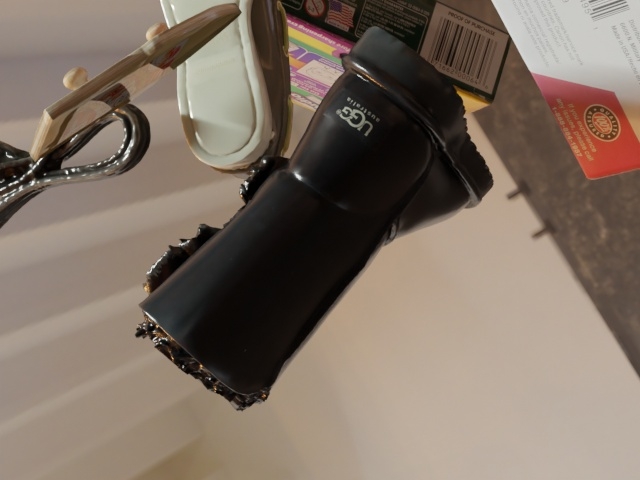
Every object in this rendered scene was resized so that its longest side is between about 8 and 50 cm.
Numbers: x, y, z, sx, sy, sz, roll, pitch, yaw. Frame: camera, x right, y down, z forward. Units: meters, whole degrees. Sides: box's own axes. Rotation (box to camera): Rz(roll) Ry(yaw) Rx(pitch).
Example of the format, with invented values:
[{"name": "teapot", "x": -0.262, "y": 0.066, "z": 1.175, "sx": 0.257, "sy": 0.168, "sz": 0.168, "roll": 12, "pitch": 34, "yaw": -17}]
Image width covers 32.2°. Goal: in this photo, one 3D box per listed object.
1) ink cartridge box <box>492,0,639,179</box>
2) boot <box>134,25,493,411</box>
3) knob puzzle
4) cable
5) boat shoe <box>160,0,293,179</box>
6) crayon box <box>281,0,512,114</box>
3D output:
[{"name": "ink cartridge box", "x": 0.215, "y": -0.138, "z": 0.580, "sx": 0.218, "sy": 0.158, "sz": 0.092, "roll": -12, "pitch": 29, "yaw": 45}, {"name": "boot", "x": 0.000, "y": 0.000, "z": 0.656, "sx": 0.207, "sy": 0.094, "sz": 0.246, "roll": -49, "pitch": -14, "yaw": 1}, {"name": "knob puzzle", "x": -0.146, "y": -0.140, "z": 0.873, "sx": 0.213, "sy": 0.030, "sz": 0.213, "roll": -35, "pitch": 5, "yaw": 4}, {"name": "cable", "x": -0.291, "y": -0.062, "z": 1.038, "sx": 0.287, "sy": 0.139, "sz": 0.072, "roll": -1, "pitch": -4, "yaw": 31}, {"name": "boat shoe", "x": -0.086, "y": -0.205, "z": 1.054, "sx": 0.109, "sy": 0.305, "sz": 0.091, "roll": -10, "pitch": -15, "yaw": 17}, {"name": "crayon box", "x": 0.011, "y": -0.258, "z": 1.444, "sx": 0.313, "sy": 0.363, "sz": 0.106, "roll": -10, "pitch": 61, "yaw": 70}]
